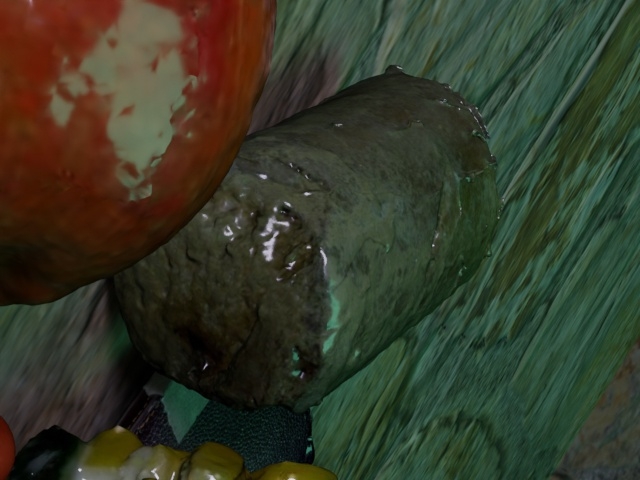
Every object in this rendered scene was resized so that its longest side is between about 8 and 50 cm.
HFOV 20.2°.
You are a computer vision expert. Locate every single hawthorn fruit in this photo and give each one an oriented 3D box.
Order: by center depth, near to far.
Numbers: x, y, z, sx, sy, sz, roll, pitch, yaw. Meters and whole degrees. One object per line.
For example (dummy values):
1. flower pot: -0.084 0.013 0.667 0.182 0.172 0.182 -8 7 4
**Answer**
1. hawthorn fruit: -0.146 -0.100 0.782 0.258 0.258 0.262 -40 133 -41

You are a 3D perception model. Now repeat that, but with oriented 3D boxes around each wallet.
1. wallet: -0.090 0.170 1.435 0.221 0.071 0.262 -54 150 -39

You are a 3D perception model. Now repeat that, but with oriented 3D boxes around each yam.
1. yam: 0.000 0.000 1.304 0.300 0.195 0.195 -33 147 -51

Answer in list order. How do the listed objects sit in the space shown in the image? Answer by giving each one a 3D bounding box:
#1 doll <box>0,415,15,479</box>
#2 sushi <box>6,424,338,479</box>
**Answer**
1. doll: -0.278 0.195 1.018 0.290 0.129 0.161 -54 157 -29
2. sushi: -0.135 0.261 1.178 0.328 0.328 0.285 -133 -123 -76
